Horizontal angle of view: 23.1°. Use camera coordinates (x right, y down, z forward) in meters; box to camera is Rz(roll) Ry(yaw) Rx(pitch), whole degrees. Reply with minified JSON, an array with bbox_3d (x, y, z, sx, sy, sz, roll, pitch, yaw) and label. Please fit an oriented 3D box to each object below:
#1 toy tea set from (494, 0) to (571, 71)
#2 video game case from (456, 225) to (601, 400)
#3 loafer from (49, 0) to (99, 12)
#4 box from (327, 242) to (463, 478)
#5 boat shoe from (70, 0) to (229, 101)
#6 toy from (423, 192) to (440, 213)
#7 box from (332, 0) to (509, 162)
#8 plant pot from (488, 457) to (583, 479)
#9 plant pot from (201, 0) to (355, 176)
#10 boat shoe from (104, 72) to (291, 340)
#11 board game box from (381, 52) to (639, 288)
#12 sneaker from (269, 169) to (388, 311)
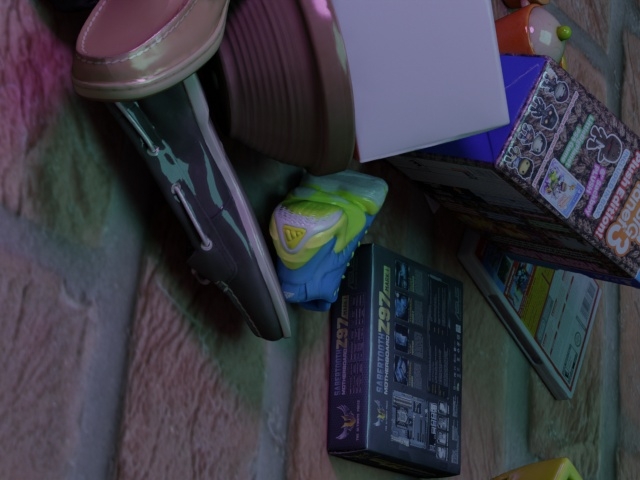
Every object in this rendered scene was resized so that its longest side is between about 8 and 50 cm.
[{"bbox_3d":[0.281,-0.356,2.100,0.200,0.124,0.336,-13,90,-55],"label":"toy tea set"},{"bbox_3d":[0.281,0.044,2.067,0.285,0.025,0.204,53,43,-30],"label":"video game case"},{"bbox_3d":[-0.197,-0.303,1.477,0.078,0.076,0.223,62,42,-33],"label":"loafer"},{"bbox_3d":[0.086,0.137,1.744,0.183,0.059,0.232,23,63,-49],"label":"box"},{"bbox_3d":[-0.135,-0.251,1.412,0.341,0.121,0.110,-64,153,-44],"label":"boat shoe"},{"bbox_3d":[0.179,-0.154,1.962,0.137,0.056,0.237,62,39,-19],"label":"toy"},{"bbox_3d":[0.054,-0.279,1.603,0.168,0.215,0.345,-15,106,-13],"label":"box"},{"bbox_3d":[0.194,0.394,1.687,0.228,0.207,0.227,60,40,-24],"label":"plant pot"},{"bbox_3d":[-0.054,-0.171,1.560,0.110,0.237,0.237,-14,92,-14],"label":"plant pot"},{"bbox_3d":[-0.123,-0.044,1.506,0.112,0.095,0.335,-109,178,-72],"label":"boat shoe"},{"bbox_3d":[0.244,-0.085,1.824,0.291,0.232,0.141,35,77,-35],"label":"board game box"},{"bbox_3d":[0.000,0.000,1.668,0.240,0.091,0.126,-30,134,-63],"label":"sneaker"}]
